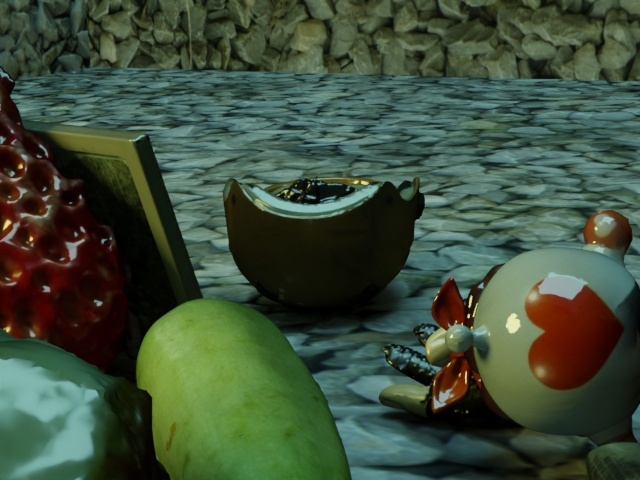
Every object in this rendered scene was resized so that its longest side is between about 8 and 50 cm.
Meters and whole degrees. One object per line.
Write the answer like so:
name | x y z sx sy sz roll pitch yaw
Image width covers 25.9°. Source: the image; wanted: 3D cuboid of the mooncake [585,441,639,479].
mooncake | 0.214 0.156 0.777 0.130 0.073 0.125 1 11 8

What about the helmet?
helmet | 0.000 0.000 1.352 0.198 0.130 0.224 3 4 6

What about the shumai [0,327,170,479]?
shumai | -0.235 0.127 0.617 0.323 0.397 0.324 28 37 0

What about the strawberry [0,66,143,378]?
strawberry | -0.267 0.019 1.054 0.253 0.280 0.150 18 26 34

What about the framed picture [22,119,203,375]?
framed picture | -0.220 0.005 1.166 0.324 0.240 0.020 11 37 40

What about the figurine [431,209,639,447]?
figurine | 0.184 0.071 0.924 0.226 0.183 0.160 -6 8 13

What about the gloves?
gloves | 0.133 0.094 1.050 0.181 0.106 0.129 -31 1 9

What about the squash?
squash | -0.042 0.129 0.867 0.118 0.118 0.370 -7 17 -15
